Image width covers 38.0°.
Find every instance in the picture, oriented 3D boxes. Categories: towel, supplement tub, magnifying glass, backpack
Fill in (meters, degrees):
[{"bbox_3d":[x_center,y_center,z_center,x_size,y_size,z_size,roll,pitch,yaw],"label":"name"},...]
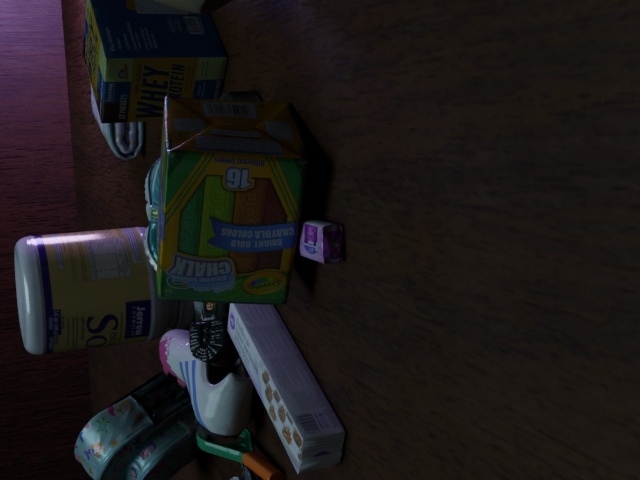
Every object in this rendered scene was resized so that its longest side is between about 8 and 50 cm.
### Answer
[{"bbox_3d":[-0.495,-0.419,2.244,0.320,0.090,0.375,-127,38,-58],"label":"towel"},{"bbox_3d":[-0.441,0.097,1.898,0.241,0.331,0.241,175,90,-69],"label":"supplement tub"},{"bbox_3d":[-0.130,0.350,1.536,0.231,0.092,0.026,15,106,56],"label":"magnifying glass"},{"bbox_3d":[-0.366,0.403,1.896,0.191,0.253,0.225,50,144,22],"label":"backpack"}]

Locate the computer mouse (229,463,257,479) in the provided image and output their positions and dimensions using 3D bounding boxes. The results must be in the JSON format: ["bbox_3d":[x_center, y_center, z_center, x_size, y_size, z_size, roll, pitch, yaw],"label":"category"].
[{"bbox_3d":[-0.140,0.450,1.627,0.106,0.042,0.193,62,143,35],"label":"computer mouse"}]

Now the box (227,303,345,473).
[{"bbox_3d":[-0.056,0.194,1.323,0.324,0.067,0.063,-126,37,-51],"label":"box"}]

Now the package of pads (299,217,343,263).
[{"bbox_3d":[0.000,0.000,1.182,0.083,0.032,0.050,-164,70,-66],"label":"package of pads"}]

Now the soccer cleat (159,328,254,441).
[{"bbox_3d":[-0.191,0.214,1.632,0.331,0.116,0.143,44,119,55],"label":"soccer cleat"}]

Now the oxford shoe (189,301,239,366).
[{"bbox_3d":[-0.157,0.098,1.524,0.082,0.096,0.227,-5,66,30],"label":"oxford shoe"}]

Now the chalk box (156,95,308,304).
[{"bbox_3d":[-0.131,-0.027,1.269,0.179,0.180,0.289,-106,21,-57],"label":"chalk box"}]

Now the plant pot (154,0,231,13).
[{"bbox_3d":[-0.169,-0.420,1.250,0.191,0.284,0.284,52,156,-3],"label":"plant pot"}]

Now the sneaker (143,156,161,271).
[{"bbox_3d":[-0.281,-0.043,1.785,0.110,0.107,0.275,-40,58,53],"label":"sneaker"}]

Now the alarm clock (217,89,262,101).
[{"bbox_3d":[-0.119,-0.157,1.407,0.192,0.064,0.129,-145,53,-58],"label":"alarm clock"}]

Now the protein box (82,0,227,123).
[{"bbox_3d":[-0.288,-0.319,1.594,0.136,0.201,0.200,108,148,-45],"label":"protein box"}]
